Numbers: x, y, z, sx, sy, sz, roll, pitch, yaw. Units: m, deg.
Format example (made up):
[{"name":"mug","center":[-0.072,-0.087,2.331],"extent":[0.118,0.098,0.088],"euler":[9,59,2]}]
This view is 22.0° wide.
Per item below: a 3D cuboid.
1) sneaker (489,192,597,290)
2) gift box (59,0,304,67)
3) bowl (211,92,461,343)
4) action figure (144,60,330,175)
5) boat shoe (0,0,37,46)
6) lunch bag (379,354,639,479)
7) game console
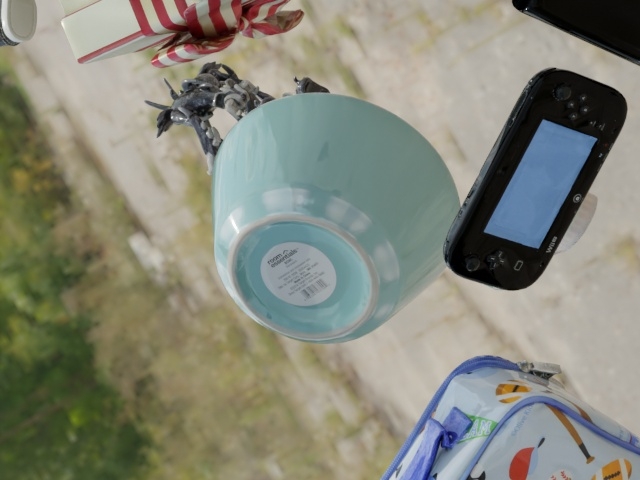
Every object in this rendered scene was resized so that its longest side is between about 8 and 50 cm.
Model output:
[{"name":"sneaker","center":[0.267,-0.023,2.295],"extent":[0.121,0.108,0.302],"euler":[29,154,-9]},{"name":"gift box","center":[-0.110,-0.308,1.546],"extent":[0.276,0.255,0.258],"euler":[-17,96,35]},{"name":"bowl","center":[0.000,0.000,1.929],"extent":[0.311,0.312,0.163],"euler":[65,-154,-27]},{"name":"action figure","center":[-0.117,-0.166,2.278],"extent":[0.276,0.164,0.141],"euler":[7,133,42]},{"name":"boat shoe","center":[-0.267,-0.228,1.431],"extent":[0.046,0.038,0.125],"euler":[16,-110,-50]},{"name":"lunch bag","center":[0.137,0.245,1.342],"extent":[0.243,0.303,0.115],"euler":[29,-176,-31]},{"name":"game console","center":[0.231,-0.114,1.386],"extent":[0.213,0.361,0.044],"euler":[19,-162,-23]}]
